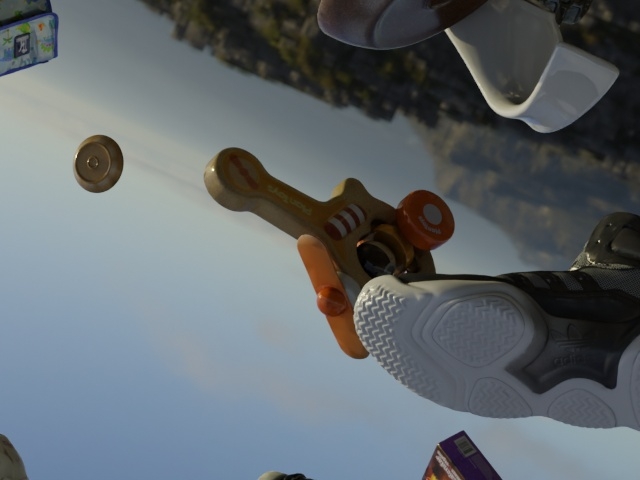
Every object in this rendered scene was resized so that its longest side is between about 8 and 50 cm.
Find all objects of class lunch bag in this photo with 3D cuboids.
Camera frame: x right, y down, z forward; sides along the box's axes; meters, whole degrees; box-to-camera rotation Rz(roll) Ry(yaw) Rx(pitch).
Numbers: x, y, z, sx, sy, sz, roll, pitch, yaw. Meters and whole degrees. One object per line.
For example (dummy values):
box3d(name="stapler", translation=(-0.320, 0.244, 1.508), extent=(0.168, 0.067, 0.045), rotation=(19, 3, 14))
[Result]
box3d(name="lunch bag", translation=(-0.451, -0.315, 1.786), extent=(0.129, 0.151, 0.096), rotation=(-27, -158, -37))

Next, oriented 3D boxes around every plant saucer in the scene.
box3d(name="plant saucer", translation=(0.092, -0.206, 0.982), extent=(0.036, 0.199, 0.198), rotation=(61, -170, 13))
box3d(name="plant saucer", translation=(-0.317, -0.109, 1.763), extent=(0.083, 0.083, 0.015), rotation=(24, -174, 20))

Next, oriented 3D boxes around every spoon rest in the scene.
box3d(name="spoon rest", translation=(0.165, -0.159, 1.061), extent=(0.137, 0.084, 0.276), rotation=(22, -162, -15))

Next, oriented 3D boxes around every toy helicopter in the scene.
box3d(name="toy helicopter", translation=(0.000, 0.000, 1.637), extent=(0.355, 0.235, 0.140), rotation=(29, 140, -18))

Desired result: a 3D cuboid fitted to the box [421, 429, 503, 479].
box3d(name="box", translation=(0.260, 0.461, 1.908), extent=(0.057, 0.201, 0.293), rotation=(-22, -122, -27))

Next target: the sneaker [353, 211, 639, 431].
box3d(name="sneaker", translation=(0.163, 0.048, 0.885), extent=(0.269, 0.101, 0.153), rotation=(11, -144, 5))

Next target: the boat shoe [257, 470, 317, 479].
box3d(name="boat shoe", translation=(-0.033, 0.415, 1.410), extent=(0.091, 0.302, 0.114), rotation=(3, -173, 34))

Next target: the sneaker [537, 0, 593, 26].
box3d(name="sneaker", translation=(0.194, -0.336, 1.486), extent=(0.146, 0.122, 0.330), rotation=(36, -163, 32))

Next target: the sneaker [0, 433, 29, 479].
box3d(name="sneaker", translation=(-0.259, 0.232, 0.979), extent=(0.305, 0.152, 0.114), rotation=(31, 146, 18))
